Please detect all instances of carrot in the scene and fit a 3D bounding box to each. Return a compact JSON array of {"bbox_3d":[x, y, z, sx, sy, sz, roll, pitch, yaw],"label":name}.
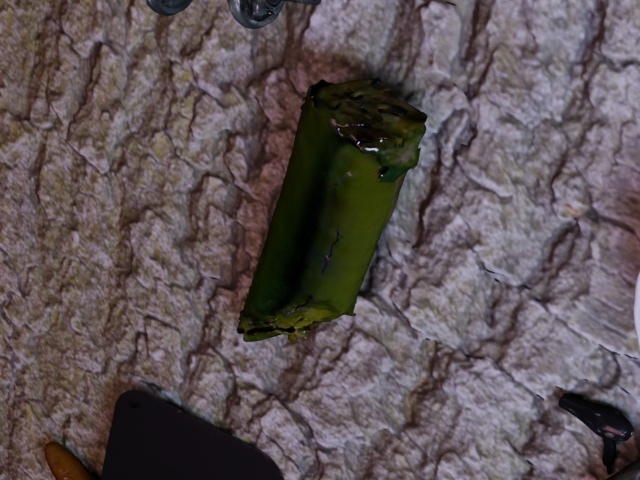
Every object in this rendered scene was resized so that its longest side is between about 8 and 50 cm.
[{"bbox_3d":[-0.316,0.319,2.033,0.139,0.048,0.048,49,134,8],"label":"carrot"}]

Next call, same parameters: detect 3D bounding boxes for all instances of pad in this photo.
[{"bbox_3d":[-0.138,0.379,1.944,0.315,0.063,0.375,26,120,19],"label":"pad"}]

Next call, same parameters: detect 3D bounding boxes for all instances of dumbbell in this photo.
[{"bbox_3d":[-0.106,-0.253,1.528,0.254,0.081,0.081,13,120,34],"label":"dumbbell"}]

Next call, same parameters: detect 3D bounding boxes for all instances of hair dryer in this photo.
[{"bbox_3d":[0.267,0.191,1.506,0.079,0.031,0.083,25,135,40],"label":"hair dryer"}]

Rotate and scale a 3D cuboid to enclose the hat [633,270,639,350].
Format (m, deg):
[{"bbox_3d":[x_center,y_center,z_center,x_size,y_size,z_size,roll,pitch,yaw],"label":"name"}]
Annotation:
[{"bbox_3d":[0.366,0.055,1.277,0.203,0.126,0.203,19,124,31],"label":"hat"}]

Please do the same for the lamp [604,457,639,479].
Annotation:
[{"bbox_3d":[0.336,0.231,1.418,0.250,0.101,0.101,-21,99,48],"label":"lamp"}]

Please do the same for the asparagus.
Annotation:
[{"bbox_3d":[0.000,0.000,1.564,0.128,0.108,0.382,35,133,18],"label":"asparagus"}]
